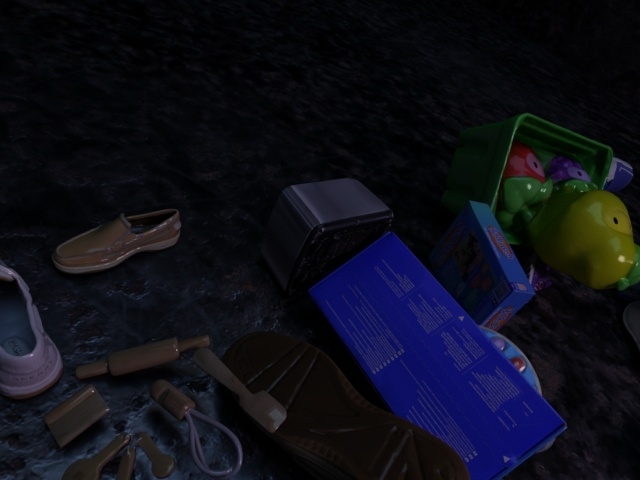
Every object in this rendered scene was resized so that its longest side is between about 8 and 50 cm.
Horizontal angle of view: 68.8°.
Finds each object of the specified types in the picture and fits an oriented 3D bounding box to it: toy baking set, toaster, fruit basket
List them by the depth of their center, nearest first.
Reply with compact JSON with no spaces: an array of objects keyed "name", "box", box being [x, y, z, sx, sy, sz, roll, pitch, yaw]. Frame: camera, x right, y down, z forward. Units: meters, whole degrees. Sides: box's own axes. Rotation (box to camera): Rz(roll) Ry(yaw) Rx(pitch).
[{"name":"toy baking set","box":[-0.178,0.196,0.539,0.257,0.030,0.196,-16,48,-14]},{"name":"toaster","box":[0.000,0.000,0.765,0.186,0.168,0.110,-14,51,-36]},{"name":"fruit basket","box":[0.482,-0.077,0.939,0.393,0.282,0.392,13,11,-2]}]

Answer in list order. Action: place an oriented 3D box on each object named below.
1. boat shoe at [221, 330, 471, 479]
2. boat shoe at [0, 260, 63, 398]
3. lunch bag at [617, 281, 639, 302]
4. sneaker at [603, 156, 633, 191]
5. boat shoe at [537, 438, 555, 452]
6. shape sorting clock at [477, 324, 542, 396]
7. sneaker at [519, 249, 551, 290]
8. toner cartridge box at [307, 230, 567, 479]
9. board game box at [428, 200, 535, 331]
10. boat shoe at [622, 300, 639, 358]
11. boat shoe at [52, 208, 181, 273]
[{"name":"boat shoe","box":[0.009,0.235,0.573,0.341,0.110,0.122,29,50,31]},{"name":"boat shoe","box":[-0.407,0.061,0.563,0.277,0.096,0.098,39,44,16]},{"name":"lunch bag","box":[0.770,0.097,1.073,0.151,0.096,0.128,22,41,12]},{"name":"sneaker","box":[0.708,-0.143,1.283,0.316,0.127,0.182,5,49,-11]},{"name":"boat shoe","box":[0.279,0.224,0.743,0.081,0.079,0.227,12,35,-50]},{"name":"shape sorting clock","box":[0.212,0.217,0.678,0.207,0.040,0.206,-5,61,10]},{"name":"sneaker","box":[0.442,0.079,0.963,0.071,0.068,0.170,41,43,9]},{"name":"toner cartridge box","box":[0.143,0.162,0.659,0.165,0.075,0.347,-36,58,-2]},{"name":"board game box","box":[0.276,0.057,0.836,0.047,0.160,0.210,8,45,-18]},{"name":"boat shoe","box":[0.679,0.204,0.964,0.064,0.075,0.206,63,31,-21]},{"name":"boat shoe","box":[-0.302,-0.011,0.703,0.190,0.072,0.068,-25,61,-40]}]
